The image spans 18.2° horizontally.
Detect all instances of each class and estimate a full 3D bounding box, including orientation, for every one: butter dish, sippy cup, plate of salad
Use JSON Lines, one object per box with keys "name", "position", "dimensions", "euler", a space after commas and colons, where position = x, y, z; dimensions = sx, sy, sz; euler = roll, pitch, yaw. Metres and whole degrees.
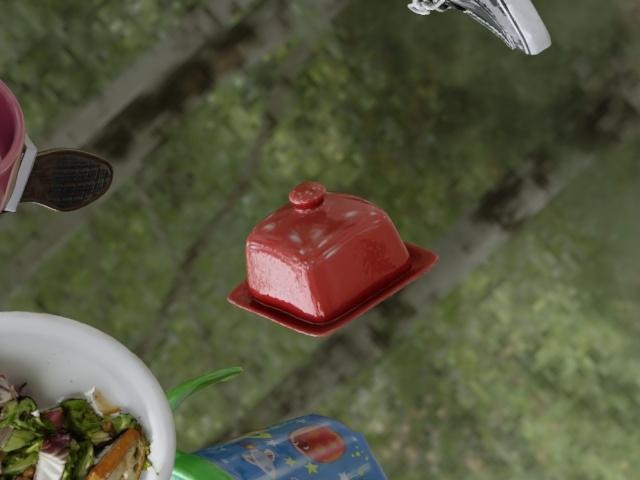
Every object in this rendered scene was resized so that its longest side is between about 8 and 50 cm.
{"name": "butter dish", "position": [0.000, 0.000, 1.867], "dimensions": [0.160, 0.160, 0.118], "euler": [21, 135, 49]}
{"name": "sippy cup", "position": [-0.052, 0.295, 2.082], "dimensions": [0.240, 0.224, 0.305], "euler": [26, 127, 40]}
{"name": "plate of salad", "position": [-0.181, 0.131, 1.151], "dimensions": [0.200, 0.200, 0.048], "euler": [49, -169, -31]}

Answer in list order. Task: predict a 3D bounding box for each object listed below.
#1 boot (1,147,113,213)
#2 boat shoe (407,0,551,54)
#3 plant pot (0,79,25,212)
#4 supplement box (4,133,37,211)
{"name": "boot", "position": [-0.350, -0.083, 2.350], "dimensions": [0.106, 0.082, 0.219], "euler": [24, -161, 37]}
{"name": "boat shoe", "position": [0.140, -0.311, 2.309], "dimensions": [0.306, 0.105, 0.113], "euler": [50, 178, 16]}
{"name": "plant pot", "position": [-0.344, -0.033, 1.562], "dimensions": [0.201, 0.201, 0.180], "euler": [46, 135, 29]}
{"name": "supplement box", "position": [-0.409, -0.106, 1.935], "dimensions": [0.239, 0.073, 0.130], "euler": [14, -162, -28]}
